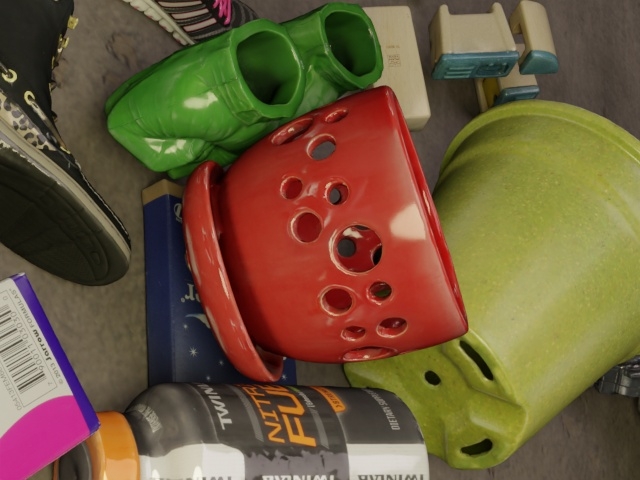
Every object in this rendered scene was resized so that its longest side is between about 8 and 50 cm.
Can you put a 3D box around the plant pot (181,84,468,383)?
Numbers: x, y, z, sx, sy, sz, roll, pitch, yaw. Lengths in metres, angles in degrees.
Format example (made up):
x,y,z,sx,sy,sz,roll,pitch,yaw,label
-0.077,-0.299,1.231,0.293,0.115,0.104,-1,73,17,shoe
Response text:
x,y,z,sx,sy,sz,roll,pitch,yaw,label
0.000,0.000,1.014,0.191,0.174,0.191,-16,90,-83,plant pot

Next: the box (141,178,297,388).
x,y,z,sx,sy,sz,roll,pitch,yaw,label
-0.077,0.075,1.091,0.136,0.036,0.225,19,59,-44,box

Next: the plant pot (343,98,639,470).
x,y,z,sx,sy,sz,roll,pitch,yaw,label
0.158,0.056,1.226,0.254,0.276,0.276,-42,105,-40,plant pot

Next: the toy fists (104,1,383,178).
x,y,z,sx,sy,sz,roll,pitch,yaw,label
-0.060,-0.115,1.108,0.279,0.142,0.096,-31,102,-60,toy fists

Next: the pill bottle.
x,y,z,sx,sy,sz,roll,pitch,yaw,label
-0.057,0.164,0.969,0.245,0.130,0.131,5,67,-32,pill bottle

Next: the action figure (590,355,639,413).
x,y,z,sx,sy,sz,roll,pitch,yaw,label
0.384,0.200,1.466,0.341,0.179,0.330,0,37,-11,action figure

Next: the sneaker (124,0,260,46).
x,y,z,sx,sy,sz,roll,pitch,yaw,label
-0.102,-0.210,1.171,0.170,0.074,0.063,29,51,-39,sneaker

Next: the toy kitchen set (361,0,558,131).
x,y,z,sx,sy,sz,roll,pitch,yaw,label
0.131,-0.150,1.434,0.207,0.166,0.122,-4,71,-13,toy kitchen set

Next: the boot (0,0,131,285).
x,y,z,sx,sy,sz,roll,pitch,yaw,label
-0.200,-0.098,0.993,0.236,0.085,0.179,46,39,-27,boot

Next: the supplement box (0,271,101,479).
x,y,z,sx,sy,sz,roll,pitch,yaw,label
-0.252,0.118,0.796,0.220,0.114,0.111,-32,98,-53,supplement box
